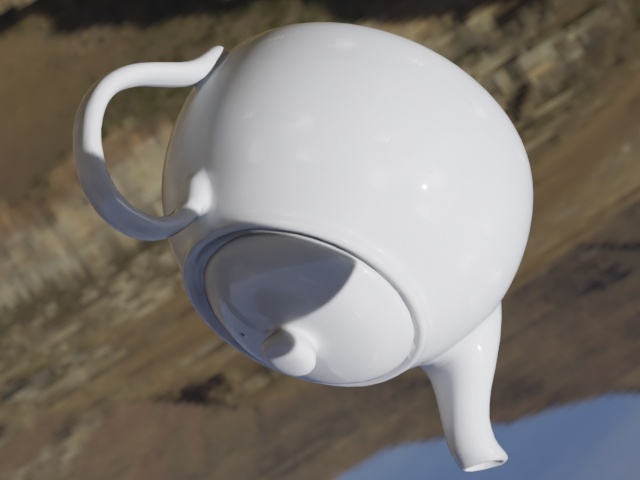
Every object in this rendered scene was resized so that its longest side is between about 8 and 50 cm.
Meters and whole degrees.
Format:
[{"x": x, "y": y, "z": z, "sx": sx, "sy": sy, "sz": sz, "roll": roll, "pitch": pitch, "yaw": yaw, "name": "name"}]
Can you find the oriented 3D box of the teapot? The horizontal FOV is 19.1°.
[{"x": 0.000, "y": 0.000, "z": 1.176, "sx": 0.252, "sy": 0.256, "sz": 0.187, "roll": 80, "pitch": 26, "yaw": -47, "name": "teapot"}]
